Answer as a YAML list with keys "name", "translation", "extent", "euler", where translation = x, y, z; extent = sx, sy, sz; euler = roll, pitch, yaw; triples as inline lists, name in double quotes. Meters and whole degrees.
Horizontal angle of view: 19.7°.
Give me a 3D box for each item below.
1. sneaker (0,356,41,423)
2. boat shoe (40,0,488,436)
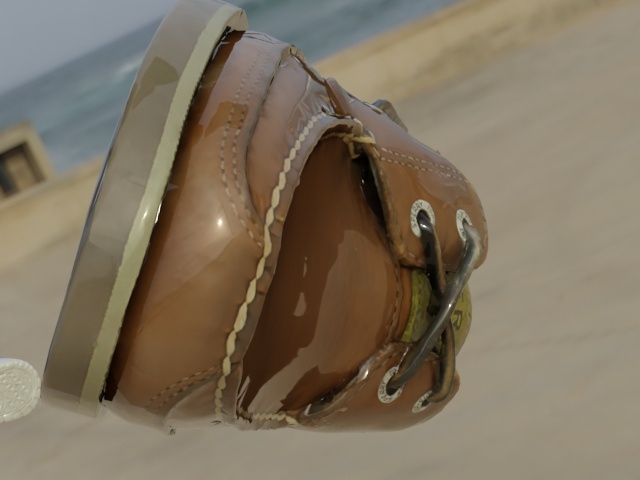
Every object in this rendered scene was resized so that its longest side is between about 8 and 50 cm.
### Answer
- name: "sneaker"
  translation: [-0.271, 0.104, 1.218]
  extent: [0.152, 0.058, 0.084]
  euler: [-11, 8, -37]
- name: "boat shoe"
  translation: [0.000, 0.000, 0.529]
  extent: [0.307, 0.104, 0.110]
  euler: [-50, -19, -83]
